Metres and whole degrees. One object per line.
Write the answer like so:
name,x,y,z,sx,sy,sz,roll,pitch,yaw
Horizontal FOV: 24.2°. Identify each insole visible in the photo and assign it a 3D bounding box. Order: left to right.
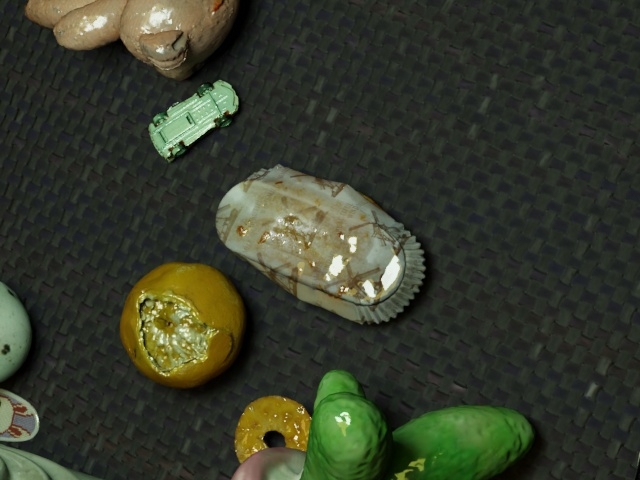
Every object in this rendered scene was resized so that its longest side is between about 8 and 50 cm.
insole,-0.445,0.214,1.922,0.197,0.004,0.065,13,88,21

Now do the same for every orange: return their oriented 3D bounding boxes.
orange,-0.165,0.098,1.768,0.155,0.134,0.154,-6,78,26

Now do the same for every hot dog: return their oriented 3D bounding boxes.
hot dog,0.000,0.000,1.752,0.268,0.075,0.144,28,88,25

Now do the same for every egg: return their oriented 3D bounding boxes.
egg,-0.434,0.107,1.869,0.131,0.131,0.164,-48,57,8

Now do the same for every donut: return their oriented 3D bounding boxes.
donut,-0.044,0.231,1.752,0.108,0.043,0.097,28,93,22

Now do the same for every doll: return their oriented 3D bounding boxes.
doll,-0.227,-0.269,1.852,0.303,0.156,0.201,8,45,40

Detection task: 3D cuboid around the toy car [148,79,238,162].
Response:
toy car,-0.155,-0.150,1.850,0.122,0.035,0.059,-32,73,4

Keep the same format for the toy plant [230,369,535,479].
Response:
toy plant,0.026,0.293,1.630,0.356,0.317,0.210,-57,48,19

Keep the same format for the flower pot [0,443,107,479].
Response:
flower pot,-0.382,0.320,1.752,0.368,0.254,0.164,10,86,22

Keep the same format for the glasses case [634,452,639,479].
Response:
glasses case,0.371,0.345,1.567,0.122,0.075,0.314,11,86,19
